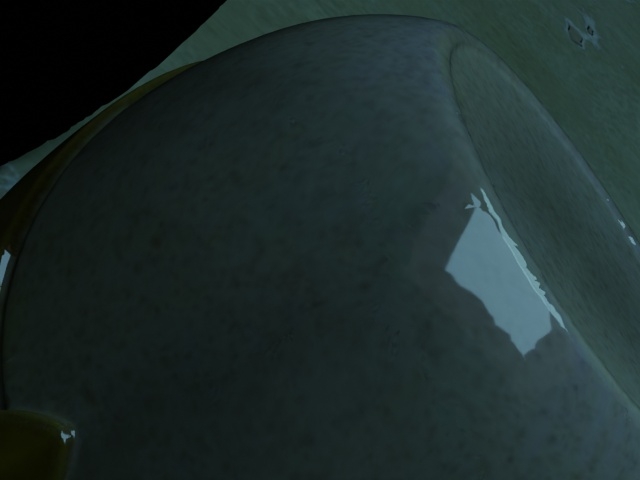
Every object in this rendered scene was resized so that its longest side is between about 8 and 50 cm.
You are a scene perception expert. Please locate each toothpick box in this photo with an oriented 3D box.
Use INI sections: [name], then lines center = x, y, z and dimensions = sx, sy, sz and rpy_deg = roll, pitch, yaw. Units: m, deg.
[toothpick box]
center = -0.031, 0.111, 1.004
dimensions = 0.409, 0.425, 0.409
rpy_deg = 48, 21, -25

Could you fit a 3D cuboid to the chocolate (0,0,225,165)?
[chocolate]
center = -0.233, -0.267, 1.194
dimensions = 0.331, 0.383, 0.383
rpy_deg = 52, 35, 7
